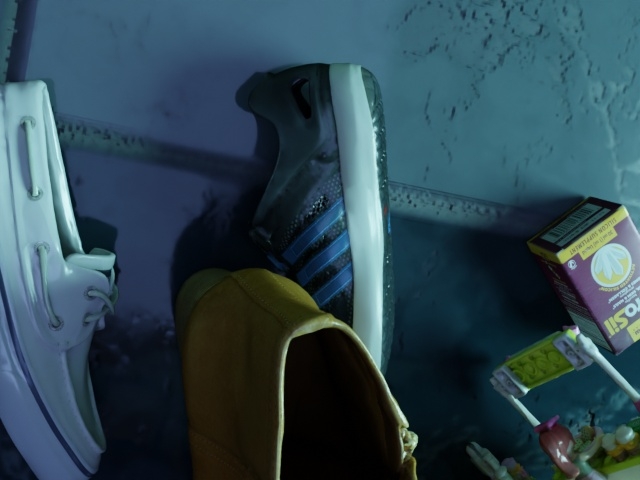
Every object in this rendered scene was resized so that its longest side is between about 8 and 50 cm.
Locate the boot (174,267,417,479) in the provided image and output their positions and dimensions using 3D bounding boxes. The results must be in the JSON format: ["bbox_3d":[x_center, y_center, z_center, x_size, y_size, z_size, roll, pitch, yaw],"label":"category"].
[{"bbox_3d":[-0.008,0.158,0.449,0.104,0.211,0.294,-18,104,-16],"label":"boot"}]

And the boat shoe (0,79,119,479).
[{"bbox_3d":[-0.145,0.025,0.463,0.076,0.083,0.226,-17,104,-7],"label":"boat shoe"}]

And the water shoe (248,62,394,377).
[{"bbox_3d":[0.000,0.000,0.507,0.080,0.073,0.203,-1,98,10],"label":"water shoe"}]

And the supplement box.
[{"bbox_3d":[0.180,0.022,0.553,0.055,0.043,0.083,-37,107,-4],"label":"supplement box"}]

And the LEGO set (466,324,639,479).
[{"bbox_3d":[0.118,0.150,0.538,0.107,0.132,0.287,47,118,0],"label":"LEGO set"}]
